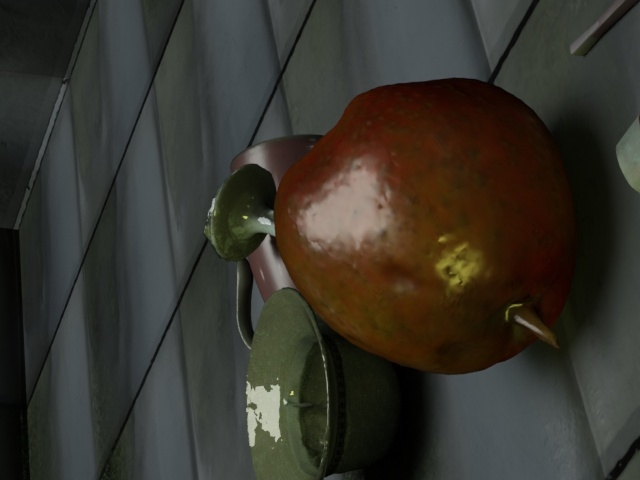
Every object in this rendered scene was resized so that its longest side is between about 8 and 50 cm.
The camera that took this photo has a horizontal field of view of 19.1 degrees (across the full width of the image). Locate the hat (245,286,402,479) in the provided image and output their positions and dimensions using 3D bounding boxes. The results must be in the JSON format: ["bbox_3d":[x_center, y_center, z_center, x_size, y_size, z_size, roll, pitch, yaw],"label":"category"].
[{"bbox_3d":[0.018,0.181,2.075,0.257,0.130,0.257,-177,90,-69],"label":"hat"}]

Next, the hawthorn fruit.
[{"bbox_3d":[0.114,0.007,1.711,0.298,0.277,0.277,48,133,32],"label":"hawthorn fruit"}]

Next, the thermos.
[{"bbox_3d":[-0.028,0.027,2.238,0.176,0.146,0.265,-20,68,33],"label":"thermos"}]

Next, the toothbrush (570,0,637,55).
[{"bbox_3d":[0.272,-0.212,1.680,0.194,0.014,0.017,136,136,-60],"label":"toothbrush"}]

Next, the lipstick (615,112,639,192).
[{"bbox_3d":[0.307,-0.116,1.501,0.186,0.057,0.063,-57,32,41],"label":"lipstick"}]

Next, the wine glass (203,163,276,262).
[{"bbox_3d":[0.000,0.000,2.068,0.241,0.126,0.126,21,105,34],"label":"wine glass"}]
